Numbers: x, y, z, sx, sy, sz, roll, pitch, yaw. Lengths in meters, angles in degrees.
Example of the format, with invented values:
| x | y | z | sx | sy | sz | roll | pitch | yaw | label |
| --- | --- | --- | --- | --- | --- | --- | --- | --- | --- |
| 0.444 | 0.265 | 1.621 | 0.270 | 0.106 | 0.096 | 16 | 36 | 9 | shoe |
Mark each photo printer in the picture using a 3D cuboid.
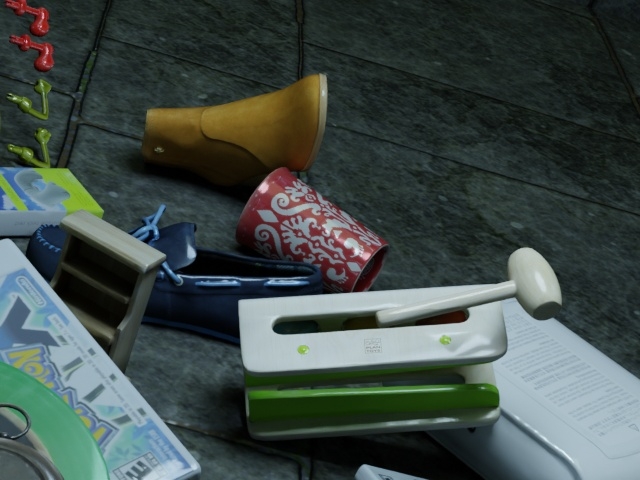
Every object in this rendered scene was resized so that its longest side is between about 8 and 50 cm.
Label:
| x | y | z | sx | sy | sz | roll | pitch | yaw | label |
| --- | --- | --- | --- | --- | --- | --- | --- | --- | --- |
| 0.259 | 0.198 | 1.865 | 0.307 | 0.107 | 0.256 | 36 | 31 | 29 | photo printer |

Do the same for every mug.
| x | y | z | sx | sy | sz | roll | pitch | yaw | label |
| --- | --- | --- | --- | --- | --- | --- | --- | --- | --- |
| 0.002 | -0.007 | 2.086 | 0.169 | 0.113 | 0.150 | 32 | 30 | 17 | mug |

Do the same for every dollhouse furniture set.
| x | y | z | sx | sy | sz | roll | pitch | yaw | label |
| --- | --- | --- | --- | --- | --- | --- | --- | --- | --- |
| -0.277 | 0.092 | 1.627 | 0.212 | 0.161 | 0.242 | 28 | 27 | 15 | dollhouse furniture set |

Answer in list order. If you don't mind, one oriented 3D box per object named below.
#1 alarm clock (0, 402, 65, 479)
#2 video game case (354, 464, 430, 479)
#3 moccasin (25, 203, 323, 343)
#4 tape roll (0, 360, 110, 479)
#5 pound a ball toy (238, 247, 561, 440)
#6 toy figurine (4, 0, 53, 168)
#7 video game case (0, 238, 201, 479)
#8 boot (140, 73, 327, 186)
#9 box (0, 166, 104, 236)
| x | y | z | sx | sy | sz | roll | pitch | yaw | label |
| --- | --- | --- | --- | --- | --- | --- | --- | --- | --- |
| -0.254 | 0.196 | 1.265 | 0.129 | 0.064 | 0.192 | 8 | 42 | -6 | alarm clock |
| 0.141 | 0.299 | 1.628 | 0.173 | 0.022 | 0.190 | 20 | 18 | -45 | video game case |
| -0.162 | 0.025 | 1.891 | 0.342 | 0.116 | 0.137 | 13 | 27 | -14 | moccasin |
| -0.328 | 0.227 | 1.311 | 0.321 | 0.077 | 0.321 | 7 | 45 | -8 | tape roll |
| 0.076 | 0.086 | 1.707 | 0.319 | 0.208 | 0.135 | -4 | 48 | -2 | pound a ball toy |
| -0.492 | -0.237 | 2.165 | 0.191 | 0.217 | 0.362 | 12 | 67 | -49 | toy figurine |
| -0.319 | 0.160 | 1.460 | 0.300 | 0.036 | 0.329 | -25 | 57 | -32 | video game case |
| -0.119 | -0.143 | 2.121 | 0.211 | 0.295 | 0.104 | 9 | 68 | -14 | boot |
| -0.363 | -0.047 | 1.974 | 0.178 | 0.042 | 0.109 | -1 | 32 | -38 | box |
